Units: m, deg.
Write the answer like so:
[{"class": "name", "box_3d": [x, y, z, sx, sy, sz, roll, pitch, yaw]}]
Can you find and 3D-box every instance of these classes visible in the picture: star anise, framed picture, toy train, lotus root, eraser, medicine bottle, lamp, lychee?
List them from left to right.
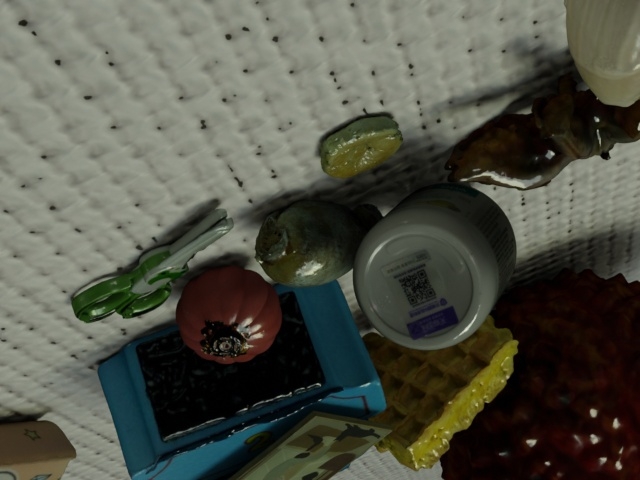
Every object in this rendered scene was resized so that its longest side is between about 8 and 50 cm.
[{"class": "eraser", "box_3d": [-0.434, 0.263, 1.509, 0.171, 0.087, 0.290, -36, 157, 31]}, {"class": "lamp", "box_3d": [-0.092, 0.075, 1.376, 0.107, 0.092, 0.107, 0, 130, -1]}, {"class": "toy train", "box_3d": [-0.088, 0.184, 1.550, 0.300, 0.188, 0.265, -22, 153, -3]}, {"class": "framed picture", "box_3d": [-0.032, 0.253, 1.512, 0.201, 0.010, 0.136, -41, 146, 24]}, {"class": "lotus root", "box_3d": [0.000, 0.003, 1.312, 0.088, 0.088, 0.165, -37, 167, 36]}, {"class": "medicine bottle", "box_3d": [0.119, 0.015, 1.329, 0.135, 0.135, 0.215, -31, -176, 22]}, {"class": "star anise", "box_3d": [0.238, -0.110, 1.259, 0.288, 0.088, 0.288, -24, 174, -3]}, {"class": "lychee", "box_3d": [0.363, 0.268, 1.872, 0.424, 0.424, 0.500, -19, 137, -9]}]

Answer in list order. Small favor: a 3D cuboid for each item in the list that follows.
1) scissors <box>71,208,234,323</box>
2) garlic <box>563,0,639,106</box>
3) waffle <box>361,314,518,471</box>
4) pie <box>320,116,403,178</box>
[{"class": "scissors", "box_3d": [-0.149, 0.025, 1.280, 0.101, 0.027, 0.204, -6, 157, -45]}, {"class": "garlic", "box_3d": [0.316, -0.152, 1.025, 0.281, 0.185, 0.203, -9, 127, -52]}, {"class": "waffle", "box_3d": [0.117, 0.163, 1.707, 0.229, 0.219, 0.057, -44, 128, -22]}, {"class": "pie", "box_3d": [0.035, -0.083, 1.207, 0.084, 0.020, 0.084, -20, 158, -8]}]
